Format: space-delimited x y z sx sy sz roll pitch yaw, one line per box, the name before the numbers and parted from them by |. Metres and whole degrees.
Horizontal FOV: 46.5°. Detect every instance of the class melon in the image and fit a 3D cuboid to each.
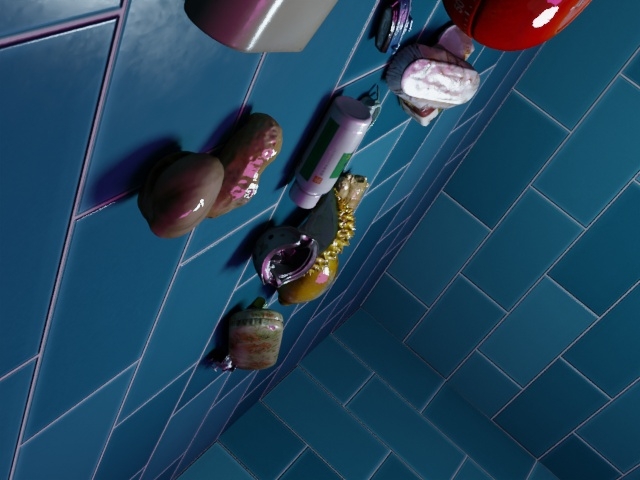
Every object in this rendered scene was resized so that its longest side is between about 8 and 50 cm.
melon | 0.334 -0.479 1.864 0.140 0.093 0.202 -56 172 -4

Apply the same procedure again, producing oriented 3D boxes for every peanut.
peanut | -0.144 -0.120 1.253 0.214 0.099 0.099 -55 168 1

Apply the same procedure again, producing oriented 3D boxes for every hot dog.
hot dog | 0.262 -0.378 1.748 0.267 0.075 0.144 5 124 -41

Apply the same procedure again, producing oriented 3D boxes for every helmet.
helmet | -0.097 0.026 1.795 0.153 0.107 0.177 -53 154 13

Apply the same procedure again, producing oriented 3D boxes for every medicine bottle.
medicine bottle | 0.013 -0.183 1.596 0.095 0.095 0.260 -34 162 -53

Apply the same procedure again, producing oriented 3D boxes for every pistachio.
pistachio | -0.204 -0.073 1.105 0.149 0.113 0.113 -42 166 -28

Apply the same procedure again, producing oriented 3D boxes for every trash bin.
trash bin | -0.025 -0.350 0.876 0.247 0.121 0.243 -53 169 26

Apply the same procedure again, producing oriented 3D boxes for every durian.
durian | 0.002 0.002 1.948 0.250 0.183 0.138 -45 143 0

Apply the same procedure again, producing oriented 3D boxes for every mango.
mango | -0.047 0.114 2.201 0.192 0.146 0.316 -35 169 -30

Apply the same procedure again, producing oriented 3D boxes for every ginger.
ginger | 0.072 -0.119 2.058 0.115 0.081 0.206 -57 169 -36

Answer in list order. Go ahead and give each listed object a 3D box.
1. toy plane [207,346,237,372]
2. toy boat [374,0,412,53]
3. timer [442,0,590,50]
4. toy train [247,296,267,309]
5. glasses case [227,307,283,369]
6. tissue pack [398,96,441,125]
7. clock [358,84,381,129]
toy plane | -0.298 0.368 2.244 0.053 0.078 0.197 -47 -177 -22
toy boat | 0.146 -0.417 1.427 0.060 0.060 0.137 -23 152 -21
timer | 0.416 -0.556 1.463 0.378 0.279 0.378 -46 170 -10
toy train | -0.193 0.220 2.249 0.071 0.038 0.148 -48 168 -21
glasses case | -0.199 0.301 2.223 0.425 0.156 0.098 105 -16 -64
tissue pack | 0.267 -0.373 1.914 0.106 0.099 0.148 -50 168 3
clock | 0.100 -0.289 1.711 0.135 0.041 0.101 -49 168 -7
